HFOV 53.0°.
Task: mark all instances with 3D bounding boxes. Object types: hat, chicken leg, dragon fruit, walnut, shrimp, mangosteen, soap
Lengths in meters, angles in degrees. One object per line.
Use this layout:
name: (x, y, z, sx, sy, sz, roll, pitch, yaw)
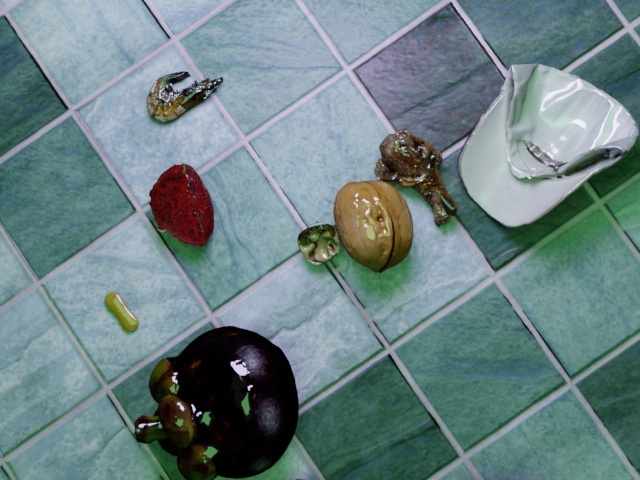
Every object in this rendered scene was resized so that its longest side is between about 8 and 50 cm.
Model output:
hat: (0.000, -0.001, 1.232, 0.077, 0.059, 0.076, -28, 107, 19)
hat: (0.416, -0.162, 1.201, 0.258, 0.168, 0.301, 48, 114, 25)
chicken leg: (0.193, -0.127, 1.231, 0.196, 0.080, 0.125, 35, 99, -4)
dragon fruit: (-0.268, -0.069, 1.240, 0.106, 0.083, 0.162, -11, 105, 19)
walnut: (0.101, -0.028, 1.194, 0.144, 0.144, 0.180, -12, 81, 1)
shrimp: (-0.272, -0.299, 1.268, 0.161, 0.034, 0.091, -27, 86, 1)
mangosteen: (-0.180, 0.292, 1.146, 0.288, 0.233, 0.287, 0, 94, -2)
soap: (-0.391, 0.140, 1.261, 0.034, 0.012, 0.089, -39, 87, 0)

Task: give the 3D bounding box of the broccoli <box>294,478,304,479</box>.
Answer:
broccoli: (-0.068, 0.566, 1.144, 0.254, 0.269, 0.269, 31, 89, -1)
